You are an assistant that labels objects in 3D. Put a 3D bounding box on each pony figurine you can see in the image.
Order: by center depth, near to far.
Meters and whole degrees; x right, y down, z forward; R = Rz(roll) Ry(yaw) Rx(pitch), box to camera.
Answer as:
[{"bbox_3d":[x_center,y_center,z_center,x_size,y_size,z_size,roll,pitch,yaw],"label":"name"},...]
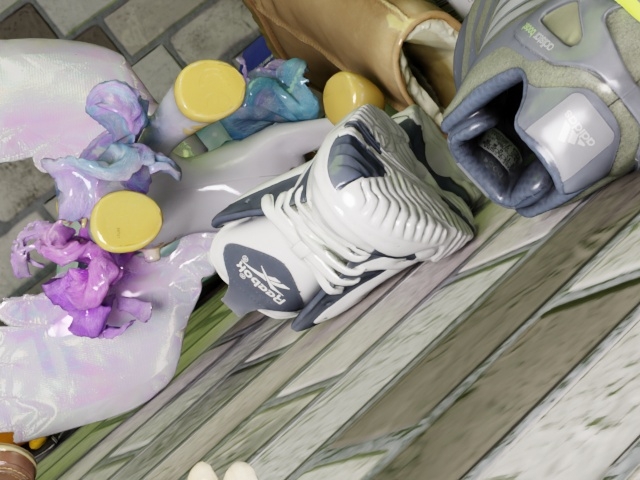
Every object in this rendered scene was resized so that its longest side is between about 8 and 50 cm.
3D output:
[{"bbox_3d":[-0.112,-0.025,1.327,0.350,0.303,0.363,-7,-6,-13],"label":"pony figurine"}]

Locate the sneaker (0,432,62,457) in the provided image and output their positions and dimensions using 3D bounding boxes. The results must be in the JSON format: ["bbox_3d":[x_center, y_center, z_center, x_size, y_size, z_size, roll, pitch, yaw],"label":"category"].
[{"bbox_3d":[-0.228,0.136,1.587,0.225,0.088,0.092,-36,31,-11],"label":"sneaker"}]

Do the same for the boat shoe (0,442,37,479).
[{"bbox_3d":[-0.256,0.202,1.264,0.178,0.064,0.060,-38,36,22],"label":"boat shoe"}]

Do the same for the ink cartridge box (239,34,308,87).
[{"bbox_3d":[0.042,-0.211,1.970,0.370,0.069,0.176,-16,-2,-18],"label":"ink cartridge box"}]

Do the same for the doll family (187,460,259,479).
[{"bbox_3d":[-0.070,0.119,0.558,0.111,0.076,0.193,-19,-11,-31],"label":"doll family"}]

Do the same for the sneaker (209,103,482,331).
[{"bbox_3d":[0.000,0.000,1.031,0.153,0.094,0.235,-38,5,13],"label":"sneaker"}]

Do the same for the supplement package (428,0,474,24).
[{"bbox_3d":[0.197,-0.250,1.379,0.293,0.177,0.175,-39,5,-4],"label":"supplement package"}]

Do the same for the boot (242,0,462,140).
[{"bbox_3d":[0.045,-0.133,1.379,0.089,0.236,0.269,-52,44,1],"label":"boot"}]

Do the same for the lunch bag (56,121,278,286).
[{"bbox_3d":[-0.156,-0.017,1.889,0.262,0.160,0.223,-46,12,-24],"label":"lunch bag"}]

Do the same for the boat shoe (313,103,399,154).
[{"bbox_3d":[0.029,-0.075,1.588,0.068,0.081,0.228,-40,-3,17],"label":"boat shoe"}]

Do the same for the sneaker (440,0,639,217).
[{"bbox_3d":[0.105,-0.075,0.909,0.121,0.111,0.300,-43,4,-7],"label":"sneaker"}]
